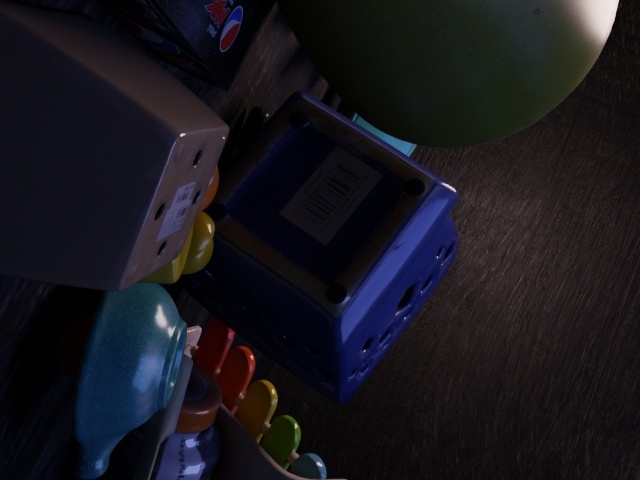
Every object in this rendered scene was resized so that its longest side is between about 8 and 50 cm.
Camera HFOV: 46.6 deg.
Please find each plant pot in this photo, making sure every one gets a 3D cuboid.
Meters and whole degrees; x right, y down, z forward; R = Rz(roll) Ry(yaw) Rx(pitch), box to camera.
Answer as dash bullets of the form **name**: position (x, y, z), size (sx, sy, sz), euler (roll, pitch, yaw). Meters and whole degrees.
- **plant pot**: position (-0.105, -0.037, 0.336), size (0.109, 0.096, 0.109), euler (-48, 162, -75)
- **plant pot**: position (0.066, -0.218, 0.529), size (0.274, 0.275, 0.293), euler (-65, 160, 10)
- **plant pot**: position (0.000, 0.000, 0.779), size (0.236, 0.236, 0.212), euler (-51, 165, -17)

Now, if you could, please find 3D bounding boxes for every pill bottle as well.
- **pill bottle**: position (-0.184, 0.245, 0.771), size (0.245, 0.131, 0.130), euler (-66, 176, 19)

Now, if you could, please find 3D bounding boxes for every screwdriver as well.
- **screwdriver**: position (-0.097, -0.073, 0.806), size (0.170, 0.025, 0.024), euler (-57, -179, 31)

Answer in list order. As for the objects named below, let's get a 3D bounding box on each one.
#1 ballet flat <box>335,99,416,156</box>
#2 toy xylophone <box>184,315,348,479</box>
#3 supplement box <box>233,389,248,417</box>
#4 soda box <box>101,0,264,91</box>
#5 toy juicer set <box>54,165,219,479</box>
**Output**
- **ballet flat**: position (0.044, -0.110, 1.250), size (0.182, 0.164, 0.482), euler (0, -115, 51)
- **toy xylophone**: position (-0.121, 0.250, 0.858), size (0.081, 0.322, 0.236), euler (4, 124, -48)
- **supplement box**: position (-0.182, 0.296, 1.404), size (0.055, 0.083, 0.043), euler (-61, 174, -28)
- **soda box**: position (-0.077, -0.135, 0.401), size (0.060, 0.053, 0.169), euler (-64, 175, -1)
- **toy juicer set**: position (-0.146, 0.065, 0.578), size (0.209, 0.090, 0.328), euler (-83, -175, -59)
